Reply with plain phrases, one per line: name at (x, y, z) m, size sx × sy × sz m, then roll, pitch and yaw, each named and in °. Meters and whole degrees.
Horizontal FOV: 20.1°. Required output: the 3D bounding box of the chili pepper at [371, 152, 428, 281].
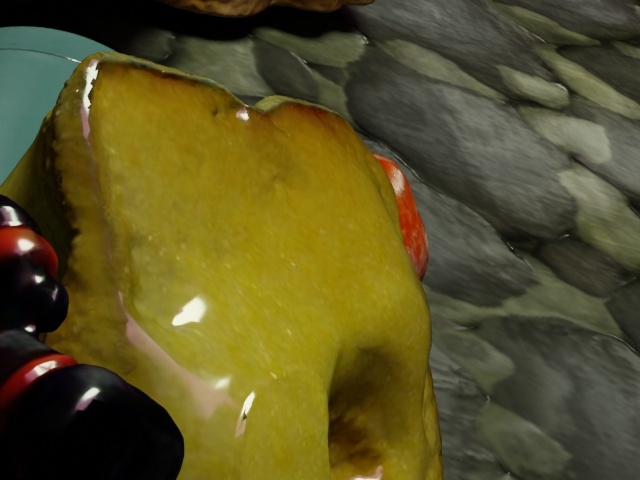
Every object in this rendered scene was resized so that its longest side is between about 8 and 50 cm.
chili pepper at (0.000, 0.000, 0.753) m, size 0.086 × 0.084 × 0.192 m, roll 43°, pitch 31°, yaw 0°

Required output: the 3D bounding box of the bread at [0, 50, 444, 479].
bread at (-0.025, 0.071, 0.487) m, size 0.088 × 0.233 × 0.161 m, roll -8°, pitch -11°, yaw 25°

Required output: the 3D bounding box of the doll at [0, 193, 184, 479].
doll at (-0.133, 0.017, 0.439) m, size 0.127 × 0.088 × 0.248 m, roll -40°, pitch 48°, yaw -21°

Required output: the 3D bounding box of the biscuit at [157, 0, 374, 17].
biscuit at (-0.116, -0.187, 1.047) m, size 0.334 × 0.047 × 0.202 m, roll 6°, pitch 31°, yaw -27°

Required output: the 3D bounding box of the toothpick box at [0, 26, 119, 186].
toothpick box at (-0.107, 0.020, 0.580) m, size 0.120 × 0.120 × 0.184 m, roll 21°, pitch 31°, yaw -8°
